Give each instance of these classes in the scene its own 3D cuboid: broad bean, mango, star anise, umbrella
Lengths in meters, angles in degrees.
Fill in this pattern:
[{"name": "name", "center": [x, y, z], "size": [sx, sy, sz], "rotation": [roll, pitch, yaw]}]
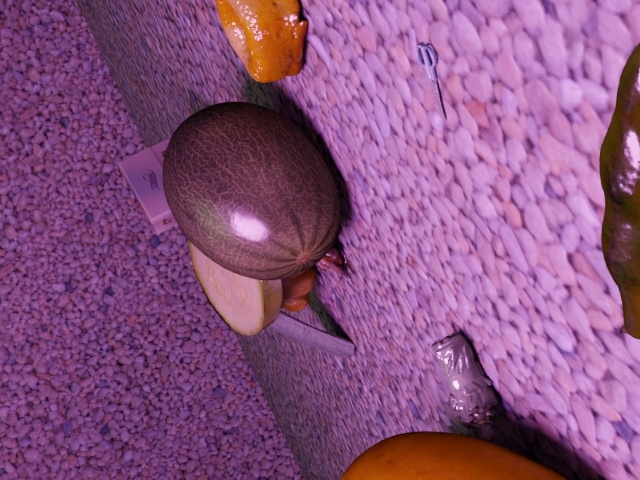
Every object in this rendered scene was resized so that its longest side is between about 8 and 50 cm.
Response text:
[{"name": "broad bean", "center": [0.226, -0.041, 0.566], "size": [0.060, 0.043, 0.298], "rotation": [32, 146, 44]}, {"name": "mango", "center": [0.181, 0.362, 0.990], "size": [0.300, 0.232, 0.445], "rotation": [33, 157, -11]}, {"name": "star anise", "center": [-0.007, 0.000, 1.339], "size": [0.129, 0.056, 0.124], "rotation": [24, 139, 43]}, {"name": "umbrella", "center": [0.190, 0.189, 1.028], "size": [0.067, 0.062, 0.144], "rotation": [0, -111, -68]}]

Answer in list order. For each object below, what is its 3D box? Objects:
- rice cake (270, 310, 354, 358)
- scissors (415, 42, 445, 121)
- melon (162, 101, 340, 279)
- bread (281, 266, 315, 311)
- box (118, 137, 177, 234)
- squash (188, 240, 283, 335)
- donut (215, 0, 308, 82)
[{"name": "rice cake", "center": [-0.048, 0.171, 1.559], "size": [0.237, 0.043, 0.127], "rotation": [27, 173, -20]}, {"name": "scissors", "center": [0.113, -0.157, 0.801], "size": [0.036, 0.006, 0.083], "rotation": [37, 150, 62]}, {"name": "melon", "center": [-0.104, -0.073, 1.202], "size": [0.302, 0.237, 0.237], "rotation": [47, 159, 30]}, {"name": "bread", "center": [-0.096, -0.014, 1.484], "size": [0.172, 0.121, 0.311], "rotation": [32, 147, 45]}, {"name": "box", "center": [-0.247, -0.133, 1.547], "size": [0.155, 0.242, 0.067], "rotation": [54, 164, 25]}, {"name": "squash", "center": [-0.154, 0.050, 1.414], "size": [0.252, 0.048, 0.252], "rotation": [33, 136, 40]}, {"name": "donut", "center": [-0.089, -0.300, 1.086], "size": [0.174, 0.074, 0.190], "rotation": [59, 165, 11]}]
